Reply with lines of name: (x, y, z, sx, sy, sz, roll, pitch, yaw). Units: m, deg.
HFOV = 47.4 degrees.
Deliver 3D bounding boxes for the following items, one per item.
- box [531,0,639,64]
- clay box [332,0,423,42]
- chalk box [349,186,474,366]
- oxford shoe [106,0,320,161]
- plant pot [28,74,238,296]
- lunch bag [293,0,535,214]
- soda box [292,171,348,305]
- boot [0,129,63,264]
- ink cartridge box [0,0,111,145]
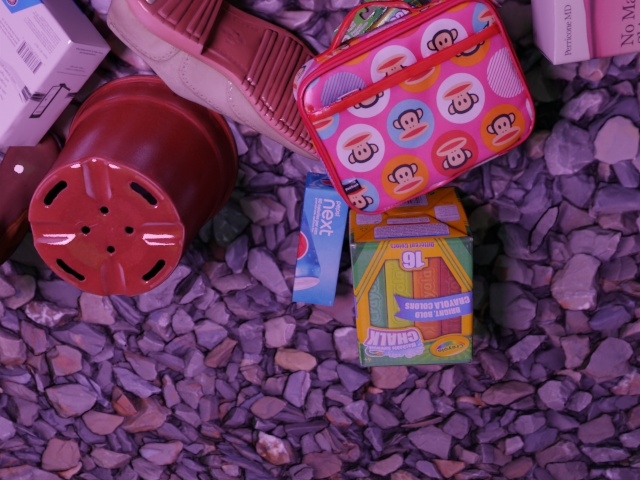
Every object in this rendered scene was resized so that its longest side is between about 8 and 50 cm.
box: (0.406, -0.332, 0.958, 0.233, 0.126, 0.148, -8, 118, 6)
clay box: (0.135, -0.257, 1.048, 0.222, 0.053, 0.127, 39, 111, -19)
chalk box: (0.144, 0.086, 1.160, 0.180, 0.179, 0.288, -5, 117, 5)
oxford shoe: (-0.121, -0.240, 1.048, 0.397, 0.140, 0.147, 38, 149, -24)
plant pot: (-0.271, -0.070, 1.043, 0.273, 0.265, 0.272, 1, 118, 2)
lunch bag: (0.117, -0.200, 0.979, 0.293, 0.120, 0.258, -26, 111, 3)
soda box: (0.000, 0.000, 1.183, 0.071, 0.067, 0.210, 7, 117, -2)
boot: (-0.490, -0.020, 1.068, 0.096, 0.280, 0.264, 36, 113, -16)
ink cartridge box: (-0.417, -0.252, 1.023, 0.203, 0.086, 0.148, -43, 79, 22)
